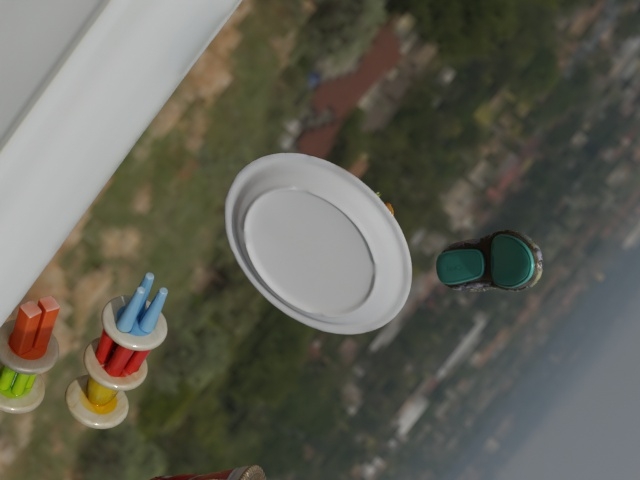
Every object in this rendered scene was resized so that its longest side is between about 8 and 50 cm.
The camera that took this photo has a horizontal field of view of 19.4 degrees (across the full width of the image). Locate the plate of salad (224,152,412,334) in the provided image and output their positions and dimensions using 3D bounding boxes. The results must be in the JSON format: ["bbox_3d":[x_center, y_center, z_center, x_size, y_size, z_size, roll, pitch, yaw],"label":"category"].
[{"bbox_3d":[0.000,0.000,1.757,0.048,0.200,0.200,-49,172,-45],"label":"plate of salad"}]

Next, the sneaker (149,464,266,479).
[{"bbox_3d":[-0.079,0.159,1.089,0.067,0.042,0.118,-11,179,18],"label":"sneaker"}]

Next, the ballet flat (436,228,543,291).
[{"bbox_3d":[0.119,0.013,1.209,0.041,0.041,0.114,-48,-161,-22],"label":"ballet flat"}]

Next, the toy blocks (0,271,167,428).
[{"bbox_3d":[-0.185,0.074,1.428,0.054,0.123,0.148,-95,-155,-44],"label":"toy blocks"}]

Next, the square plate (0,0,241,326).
[{"bbox_3d":[-0.215,-0.173,1.075,0.347,0.344,0.049,-52,157,14],"label":"square plate"}]
